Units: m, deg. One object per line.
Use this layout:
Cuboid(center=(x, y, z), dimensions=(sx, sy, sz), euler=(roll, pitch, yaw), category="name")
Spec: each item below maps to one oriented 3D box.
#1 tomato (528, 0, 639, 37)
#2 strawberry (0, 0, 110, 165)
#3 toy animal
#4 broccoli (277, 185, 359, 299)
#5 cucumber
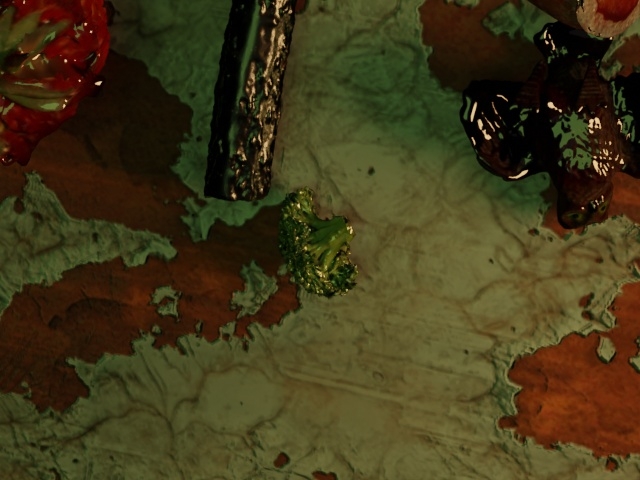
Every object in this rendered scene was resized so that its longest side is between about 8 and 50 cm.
Cuboid(center=(0.216, -0.299, 1.393), dimensions=(0.155, 0.181, 0.214), euler=(28, 105, 25), category="tomato")
Cuboid(center=(-0.339, -0.220, 1.607), dimensions=(0.261, 0.257, 0.261), euler=(-2, 128, -2), category="strawberry")
Cuboid(center=(0.245, -0.104, 1.538), dimensions=(0.218, 0.116, 0.179), euler=(-4, 132, 11), category="toy animal")
Cuboid(center=(0.000, 0.000, 1.631), dimensions=(0.092, 0.097, 0.095), euler=(-31, 126, 26), category="broccoli")
Cuboid(center=(-0.065, -0.180, 1.604), dimensions=(0.072, 0.072, 0.300), euler=(13, 107, 12), category="cucumber")
